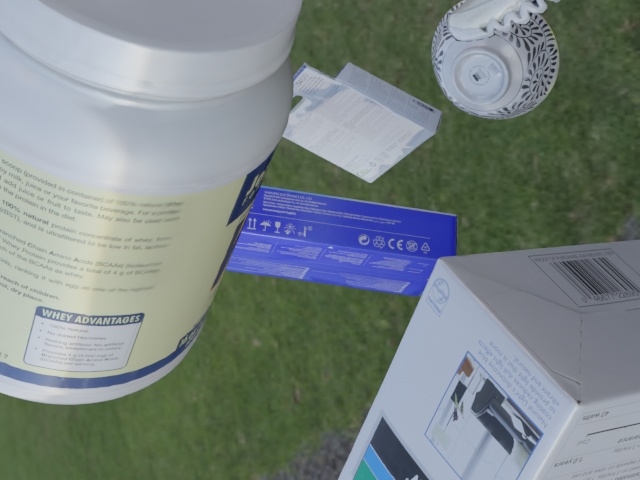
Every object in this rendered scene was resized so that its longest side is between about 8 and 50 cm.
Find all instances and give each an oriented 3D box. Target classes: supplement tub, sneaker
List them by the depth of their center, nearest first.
[{"bbox_3d":[-0.156,-0.066,0.733,0.325,0.235,0.235,-63,37,42],"label":"supplement tub"},{"bbox_3d":[0.256,-0.336,1.209,0.118,0.292,0.110,52,-174,-15],"label":"sneaker"}]

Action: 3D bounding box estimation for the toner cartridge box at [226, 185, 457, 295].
[{"bbox_3d":[0.000,0.000,1.486,0.165,0.347,0.075,126,150,-67],"label":"toner cartridge box"}]

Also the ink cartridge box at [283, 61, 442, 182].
[{"bbox_3d":[0.036,-0.187,1.619,0.223,0.224,0.045,-35,34,60],"label":"ink cartridge box"}]

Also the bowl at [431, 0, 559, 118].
[{"bbox_3d":[0.212,-0.220,1.358,0.080,0.170,0.170,-52,-21,-53],"label":"bowl"}]

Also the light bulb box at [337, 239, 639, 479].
[{"bbox_3d":[0.255,0.213,1.178,0.225,0.357,0.361,50,131,40],"label":"light bulb box"}]
